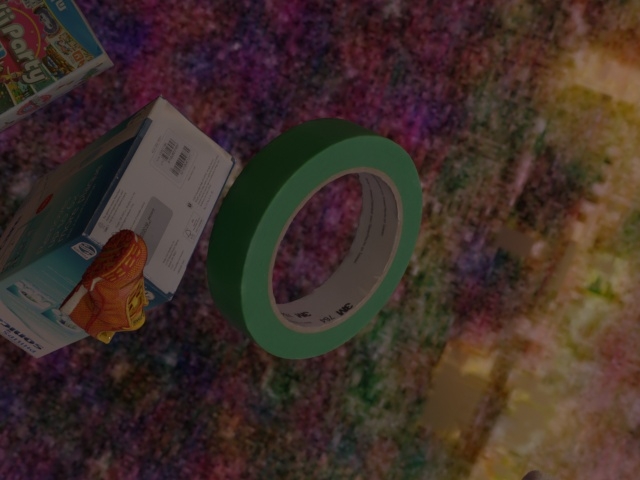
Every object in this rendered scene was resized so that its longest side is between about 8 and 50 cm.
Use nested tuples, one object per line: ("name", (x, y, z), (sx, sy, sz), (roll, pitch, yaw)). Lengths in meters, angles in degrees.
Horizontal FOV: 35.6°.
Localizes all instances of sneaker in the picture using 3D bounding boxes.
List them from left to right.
("sneaker", (-0.168, 0.040, 0.838), (0.064, 0.067, 0.175), (-57, -172, -27))

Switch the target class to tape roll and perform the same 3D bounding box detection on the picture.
("tape roll", (0.000, 0.000, 1.321), (0.321, 0.077, 0.321), (-25, 130, -34))

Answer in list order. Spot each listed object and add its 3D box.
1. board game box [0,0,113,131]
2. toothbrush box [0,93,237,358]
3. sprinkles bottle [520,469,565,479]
("board game box", (-0.501, -0.287, 1.492), (0.303, 0.224, 0.097), (-32, 179, -4))
("toothbrush box", (-0.264, -0.008, 1.171), (0.295, 0.126, 0.216), (-24, -145, 44))
("sprinkles bottle", (0.315, 0.314, 0.815), (0.121, 0.355, 0.121), (23, 90, -84))
